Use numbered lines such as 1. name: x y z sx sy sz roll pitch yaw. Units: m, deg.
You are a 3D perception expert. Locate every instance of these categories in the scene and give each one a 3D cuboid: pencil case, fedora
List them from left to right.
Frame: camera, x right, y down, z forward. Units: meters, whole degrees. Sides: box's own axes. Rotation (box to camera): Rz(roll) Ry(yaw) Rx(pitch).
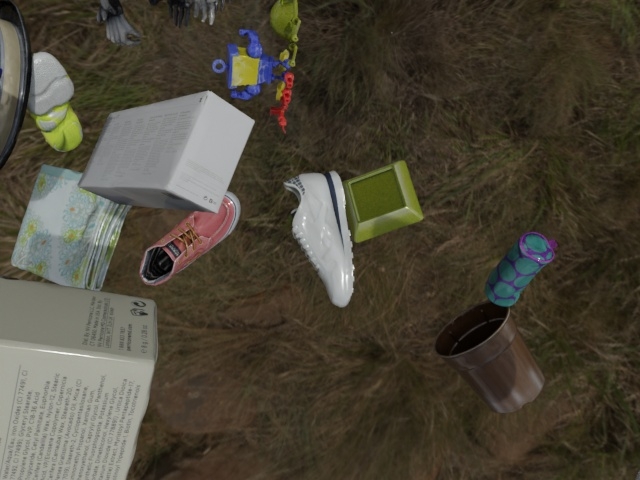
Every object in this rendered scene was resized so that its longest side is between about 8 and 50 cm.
1. fedora: -0.635 -0.274 1.015 0.334 0.153 0.333 -4 84 40
2. pencil case: 0.347 0.052 1.024 0.070 0.064 0.151 -4 145 -17

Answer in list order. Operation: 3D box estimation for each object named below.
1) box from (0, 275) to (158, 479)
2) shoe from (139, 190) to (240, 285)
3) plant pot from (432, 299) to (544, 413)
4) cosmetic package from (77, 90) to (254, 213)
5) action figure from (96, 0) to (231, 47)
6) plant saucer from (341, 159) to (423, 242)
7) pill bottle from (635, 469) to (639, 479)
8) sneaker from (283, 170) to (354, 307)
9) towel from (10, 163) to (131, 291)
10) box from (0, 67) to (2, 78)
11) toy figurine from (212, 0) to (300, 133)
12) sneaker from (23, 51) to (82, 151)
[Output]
1. box: -0.250 0.080 0.361 0.275 0.094 0.113 13 107 -20
2. shoe: -0.191 0.000 0.853 0.178 0.081 0.063 -40 95 25
3. plant pot: 0.330 0.229 1.121 0.167 0.167 0.165 -33 100 17
4. cosmetic package: -0.169 -0.087 0.607 0.060 0.239 0.098 26 79 -39
5. action figure: -0.208 -0.331 0.751 0.164 0.276 0.140 -6 101 17
6. plant saucer: 0.147 -0.111 1.503 0.188 0.045 0.188 -20 62 13
7. pill bottle: 0.403 0.259 0.394 0.334 0.188 0.187 -2 111 34
8. sneaker: 0.000 0.000 0.986 0.095 0.090 0.235 -8 78 -12
9. towel: -0.721 -0.038 1.669 0.375 0.090 0.320 15 83 30
10. box: -0.504 -0.196 0.740 0.137 0.072 0.126 32 106 -33
11. toy figurine: -0.186 -0.482 1.591 0.217 0.191 0.362 2 136 -9
12. sneaker: -0.532 -0.282 1.119 0.126 0.091 0.240 50 151 21
